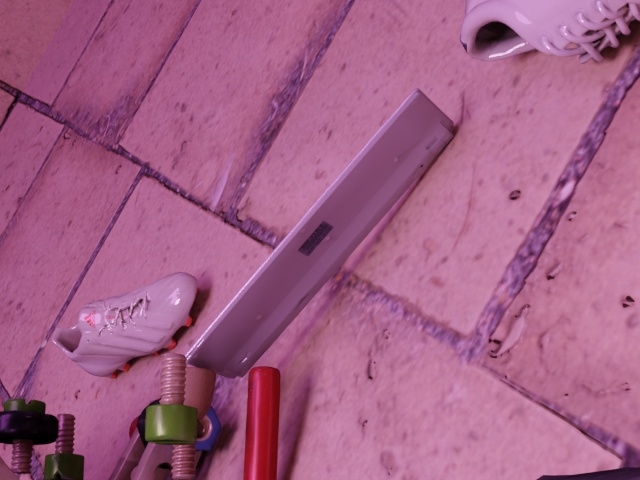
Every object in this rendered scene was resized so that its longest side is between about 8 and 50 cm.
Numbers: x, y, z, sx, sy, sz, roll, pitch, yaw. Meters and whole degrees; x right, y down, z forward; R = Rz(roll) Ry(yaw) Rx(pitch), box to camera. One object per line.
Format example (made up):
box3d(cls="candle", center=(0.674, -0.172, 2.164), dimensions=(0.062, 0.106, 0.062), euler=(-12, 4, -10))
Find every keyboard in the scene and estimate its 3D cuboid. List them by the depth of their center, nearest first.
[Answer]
box3d(cls="keyboard", center=(0.000, 0.000, 0.906), dimensions=(0.256, 0.072, 0.014), euler=(-49, 54, 6))

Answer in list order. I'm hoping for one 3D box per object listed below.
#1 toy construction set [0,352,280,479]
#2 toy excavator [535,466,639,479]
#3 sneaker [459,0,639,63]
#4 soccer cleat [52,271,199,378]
box3d(cls="toy construction set", center=(-0.171, 0.219, 0.916), dimensions=(0.309, 0.257, 0.237), euler=(-10, 70, 31))
box3d(cls="toy excavator", center=(0.018, 0.341, 0.307), dimensions=(0.445, 0.433, 0.222), euler=(-42, 12, -36))
box3d(cls="sneaker", center=(0.174, -0.156, 0.778), dimensions=(0.258, 0.094, 0.091), euler=(-175, 94, -68))
box3d(cls="soccer cleat", center=(-0.188, 0.079, 1.195), dimensions=(0.196, 0.076, 0.068), euler=(-34, 35, 43))
